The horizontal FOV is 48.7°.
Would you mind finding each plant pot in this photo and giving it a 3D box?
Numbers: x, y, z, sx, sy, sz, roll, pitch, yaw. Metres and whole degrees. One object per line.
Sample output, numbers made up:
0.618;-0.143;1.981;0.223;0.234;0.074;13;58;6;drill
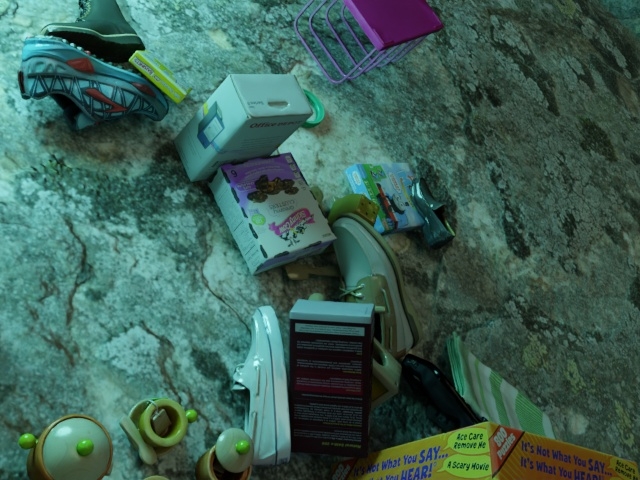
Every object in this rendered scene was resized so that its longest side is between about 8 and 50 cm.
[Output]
0.071;-0.046;1.401;0.082;0.083;0.081;34;48;-16;plant pot

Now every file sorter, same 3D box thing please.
0.109;-0.511;1.673;0.291;0.182;0.202;-33;88;-47;file sorter

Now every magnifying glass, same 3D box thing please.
-0.083;-0.288;1.494;0.231;0.026;0.092;-2;68;-40;magnifying glass

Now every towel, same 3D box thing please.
0.386;0.349;1.446;0.325;0.038;0.248;43;18;-13;towel

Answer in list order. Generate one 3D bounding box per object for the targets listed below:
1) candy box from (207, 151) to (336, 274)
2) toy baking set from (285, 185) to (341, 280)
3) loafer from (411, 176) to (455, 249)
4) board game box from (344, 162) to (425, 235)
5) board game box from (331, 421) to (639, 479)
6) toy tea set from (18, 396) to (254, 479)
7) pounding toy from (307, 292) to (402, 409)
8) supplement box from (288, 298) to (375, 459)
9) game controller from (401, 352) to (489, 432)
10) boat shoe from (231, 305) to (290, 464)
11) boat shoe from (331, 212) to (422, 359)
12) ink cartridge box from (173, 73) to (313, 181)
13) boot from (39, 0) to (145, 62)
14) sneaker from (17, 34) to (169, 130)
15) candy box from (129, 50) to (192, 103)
-0.088;-0.053;1.299;0.165;0.070;0.196;-17;73;-38;candy box
0.006;0.002;1.403;0.197;0.030;0.256;29;50;-21;toy baking set
0.252;-0.068;1.566;0.062;0.061;0.169;-5;72;-49;loafer
0.158;-0.094;1.562;0.212;0.039;0.160;-9;72;-51;board game box
0.259;0.519;1.081;0.357;0.356;0.356;22;54;-30;board game box
-0.232;0.304;0.952;0.336;0.124;0.199;-13;75;-44;toy tea set
0.042;0.186;1.199;0.206;0.181;0.094;47;23;-9;pounding toy
0.018;0.220;1.128;0.073;0.131;0.239;-51;144;-76;supplement box
0.217;0.280;1.259;0.067;0.319;0.166;-28;86;-4;game controller
-0.100;0.227;1.132;0.084;0.095;0.258;-2;62;-13;boat shoe
0.092;0.095;1.334;0.103;0.113;0.302;-36;104;-33;boat shoe
-0.139;-0.201;1.261;0.154;0.212;0.093;-14;76;-44;ink cartridge box
-0.420;-0.384;1.238;0.198;0.077;0.137;-10;68;-57;boot
-0.381;-0.237;1.181;0.262;0.104;0.125;19;84;-41;sneaker
-0.276;-0.289;1.240;0.105;0.027;0.206;43;5;-15;candy box
